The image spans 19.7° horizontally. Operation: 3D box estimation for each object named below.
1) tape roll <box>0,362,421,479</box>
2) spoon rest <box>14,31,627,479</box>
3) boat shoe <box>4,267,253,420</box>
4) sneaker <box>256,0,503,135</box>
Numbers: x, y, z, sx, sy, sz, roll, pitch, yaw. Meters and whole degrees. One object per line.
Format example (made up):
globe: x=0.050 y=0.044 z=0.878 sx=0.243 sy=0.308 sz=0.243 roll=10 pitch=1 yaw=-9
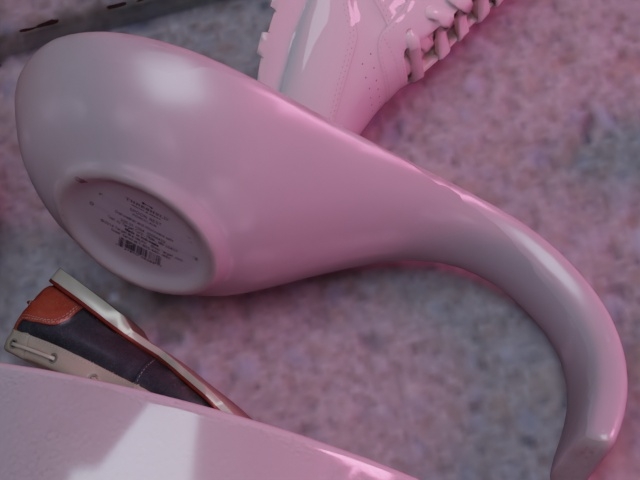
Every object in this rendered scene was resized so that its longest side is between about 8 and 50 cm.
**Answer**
tape roll: x=-0.064 y=0.156 z=0.623 sx=0.246 sy=0.246 sz=0.169 roll=11 pitch=73 yaw=13
spoon rest: x=0.000 y=0.000 z=0.746 sx=0.276 sy=0.137 sz=0.084 roll=29 pitch=56 yaw=3
boat shoe: x=-0.072 y=0.064 z=0.763 sx=0.137 sy=0.049 sz=0.043 roll=35 pitch=82 yaw=22
sneaker: x=0.045 y=-0.123 z=0.797 sx=0.095 sy=0.090 sz=0.235 roll=23 pitch=77 yaw=6
